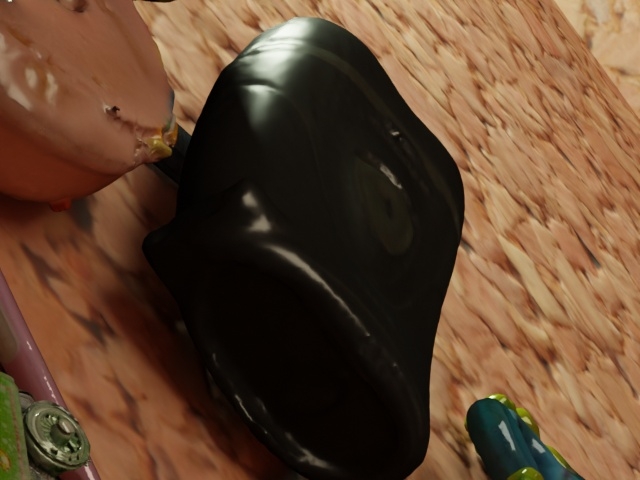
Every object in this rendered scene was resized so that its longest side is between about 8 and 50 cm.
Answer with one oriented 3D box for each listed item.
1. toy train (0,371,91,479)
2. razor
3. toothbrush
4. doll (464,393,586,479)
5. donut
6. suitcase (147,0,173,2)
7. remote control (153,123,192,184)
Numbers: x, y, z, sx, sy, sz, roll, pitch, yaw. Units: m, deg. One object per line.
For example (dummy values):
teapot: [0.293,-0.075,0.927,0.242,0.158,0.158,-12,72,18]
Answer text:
toy train: [-0.119,0.130,0.694,0.081,0.060,0.202,28,29,-36]
razor: [-0.001,0.000,1.104,0.204,0.113,0.349,54,21,-17]
toothbrush: [-0.106,0.106,0.824,0.025,0.020,0.286,6,49,-57]
doll: [0.189,0.247,1.185,0.346,0.099,0.341,48,6,-28]
donut: [-0.164,-0.109,0.976,0.199,0.085,0.233,34,25,-41]
suitcase: [-0.120,-0.270,1.161,0.143,0.235,0.194,38,14,18]
remote control: [-0.121,-0.083,1.125,0.152,0.027,0.043,43,17,-34]
